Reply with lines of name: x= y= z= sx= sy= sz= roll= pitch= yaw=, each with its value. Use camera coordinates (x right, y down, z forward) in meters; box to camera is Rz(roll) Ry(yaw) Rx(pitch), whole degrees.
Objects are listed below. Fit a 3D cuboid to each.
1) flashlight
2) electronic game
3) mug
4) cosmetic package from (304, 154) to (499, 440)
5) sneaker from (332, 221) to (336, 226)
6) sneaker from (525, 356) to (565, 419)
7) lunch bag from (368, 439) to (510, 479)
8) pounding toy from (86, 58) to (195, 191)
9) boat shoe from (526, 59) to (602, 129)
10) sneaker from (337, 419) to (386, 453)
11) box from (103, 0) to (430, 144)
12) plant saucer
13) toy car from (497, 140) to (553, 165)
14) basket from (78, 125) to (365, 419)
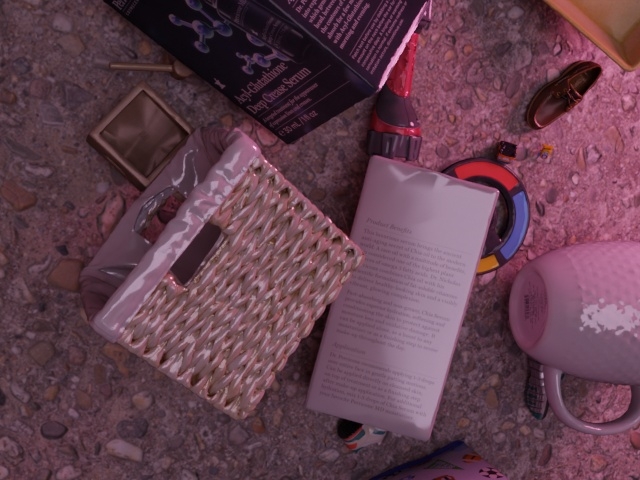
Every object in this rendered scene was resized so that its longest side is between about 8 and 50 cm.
flashlight: x=0.147 y=-0.298 z=1.544 sx=0.103 sy=0.103 sz=0.304 roll=11 pitch=102 yaw=17
electronic game: x=0.297 y=-0.044 z=1.658 sx=0.229 sy=0.048 sz=0.229 roll=-3 pitch=101 yaw=-15
mug: x=0.539 y=0.183 z=1.641 sx=0.328 sy=0.276 sz=0.374 roll=4 pitch=91 yaw=-13
cosmetic package: x=0.139 y=0.097 z=1.544 sx=0.230 sy=0.161 sz=0.453 roll=16 pitch=94 yaw=2
sneaker: x=0.000 y=0.000 z=1.587 sx=0.031 sy=0.035 sz=0.083 roll=35 pitch=88 yaw=-17
sneaker: x=0.464 y=0.283 z=1.753 sx=0.076 sy=0.065 sz=0.166 roll=1 pitch=100 yaw=-20
lunch bag: x=0.179 y=0.573 z=1.578 sx=0.386 sy=0.328 sz=0.238 roll=-17 pitch=99 yaw=-14
pounding toy: x=-0.292 y=-0.219 z=1.446 sx=0.181 sy=0.094 sz=0.206 roll=44 pitch=76 yaw=-12
boat shoe: x=0.470 y=-0.283 z=1.666 sx=0.178 sy=0.060 sz=0.064 roll=-43 pitch=107 yaw=-6
sneaker: x=0.112 y=0.349 z=1.671 sx=0.161 sy=0.057 sz=0.075 roll=-34 pitch=124 yaw=-11
box: x=-0.087 y=-0.377 z=1.344 sx=0.395 sy=0.293 sz=0.212 roll=37 pitch=65 yaw=-17
plant saucer: x=0.549 y=-0.533 z=1.591 sx=0.333 sy=0.081 sz=0.333 roll=41 pitch=96 yaw=0
toy car: x=0.393 y=-0.159 z=1.668 sx=0.122 sy=0.060 sz=0.040 roll=6 pitch=128 yaw=-10
basket: x=-0.154 y=0.035 z=1.285 sx=0.266 sy=0.331 sz=0.328 roll=39 pitch=86 yaw=-19
